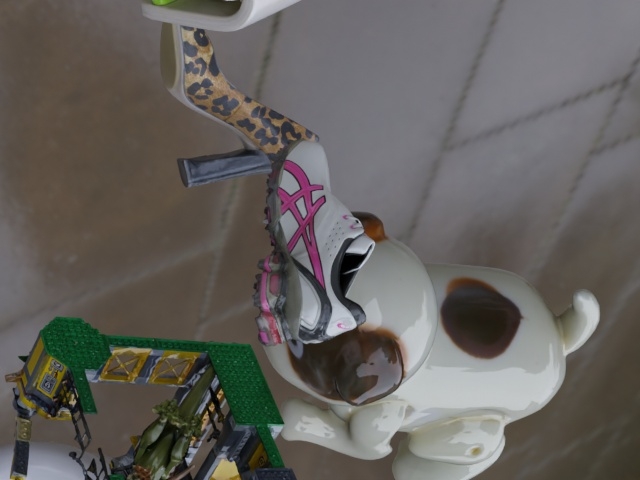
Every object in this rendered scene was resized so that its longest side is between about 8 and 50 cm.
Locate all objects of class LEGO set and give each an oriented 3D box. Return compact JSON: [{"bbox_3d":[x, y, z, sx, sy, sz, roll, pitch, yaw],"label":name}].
[{"bbox_3d":[-0.144,0.234,1.324,0.255,0.331,0.192,-1,135,-39],"label":"LEGO set"}]

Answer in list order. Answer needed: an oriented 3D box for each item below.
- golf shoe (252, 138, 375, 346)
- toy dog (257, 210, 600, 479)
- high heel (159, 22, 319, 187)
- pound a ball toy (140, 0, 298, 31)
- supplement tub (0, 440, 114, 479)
[{"bbox_3d":[0.000,0.000,1.170,0.086,0.186,0.067,-5,141,9],"label":"golf shoe"},{"bbox_3d":[0.102,0.131,1.899,0.395,0.284,0.408,-12,157,35],"label":"toy dog"},{"bbox_3d":[-0.100,-0.205,1.971,0.186,0.093,0.261,-13,110,-19],"label":"high heel"},{"bbox_3d":[-0.019,-0.275,1.077,0.319,0.136,0.208,-34,128,-47],"label":"pound a ball toy"},{"bbox_3d":[-0.268,0.332,1.608,0.241,0.241,0.331,-37,171,-5],"label":"supplement tub"}]
